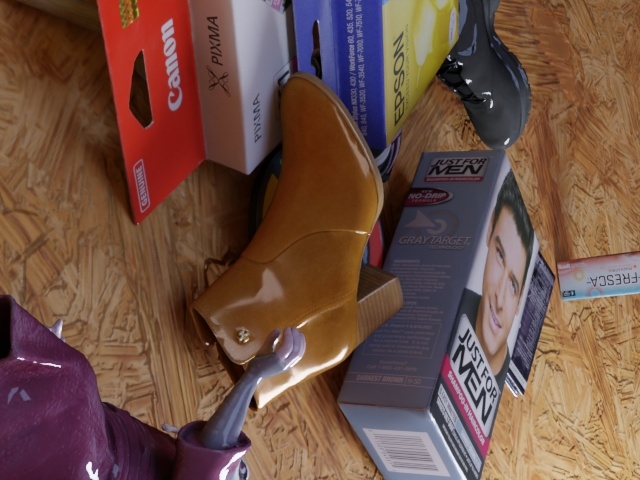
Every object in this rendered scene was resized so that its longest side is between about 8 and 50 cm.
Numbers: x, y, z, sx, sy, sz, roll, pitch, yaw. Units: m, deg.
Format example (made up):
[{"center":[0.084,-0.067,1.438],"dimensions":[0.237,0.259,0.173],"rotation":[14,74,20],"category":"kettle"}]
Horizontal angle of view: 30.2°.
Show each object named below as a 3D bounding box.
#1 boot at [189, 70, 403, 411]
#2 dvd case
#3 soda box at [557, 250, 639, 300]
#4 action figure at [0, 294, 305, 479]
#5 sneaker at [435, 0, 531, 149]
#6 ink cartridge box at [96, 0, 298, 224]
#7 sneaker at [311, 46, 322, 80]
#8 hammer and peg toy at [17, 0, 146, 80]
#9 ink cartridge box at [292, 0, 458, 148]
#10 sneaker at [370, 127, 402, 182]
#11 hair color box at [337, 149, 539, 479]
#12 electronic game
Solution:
[{"center":[-0.040,0.007,1.153],"dimensions":[0.211,0.104,0.295],"rotation":[-30,115,-26],"category":"boot"},{"center":[0.268,0.082,1.660],"dimensions":[0.164,0.018,0.221],"rotation":[53,44,-33],"category":"dvd case"},{"center":[0.450,0.050,1.768],"dimensions":[0.058,0.183,0.062],"rotation":[-5,87,-53],"category":"soda box"},{"center":[-0.171,0.174,0.874],"dimensions":[0.370,0.248,0.275],"rotation":[31,59,-42],"category":"action figure"},{"center":[0.188,-0.244,1.576],"dimensions":[0.130,0.109,0.286],"rotation":[-34,112,-34],"category":"sneaker"},{"center":[-0.094,-0.173,1.090],"dimensions":[0.239,0.060,0.275],"rotation":[-51,152,-39],"category":"ink cartridge box"},{"center":[0.017,-0.190,1.341],"dimensions":[0.161,0.075,0.057],"rotation":[-19,85,-52],"category":"sneaker"},{"center":[-0.177,-0.339,1.085],"dimensions":[0.266,0.127,0.361],"rotation":[1,81,-53],"category":"hammer and peg toy"},{"center":[0.069,-0.257,1.253],"dimensions":[0.303,0.072,0.307],"rotation":[85,26,-46],"category":"ink cartridge box"},{"center":[0.068,-0.145,1.428],"dimensions":[0.077,0.072,0.178],"rotation":[67,34,-52],"category":"sneaker"},{"center":[0.151,0.089,1.399],"dimensions":[0.185,0.114,0.374],"rotation":[61,38,-43],"category":"hair color box"},{"center":[0.000,0.000,1.303],"dimensions":[0.229,0.048,0.229],"rotation":[17,68,-50],"category":"electronic game"}]
